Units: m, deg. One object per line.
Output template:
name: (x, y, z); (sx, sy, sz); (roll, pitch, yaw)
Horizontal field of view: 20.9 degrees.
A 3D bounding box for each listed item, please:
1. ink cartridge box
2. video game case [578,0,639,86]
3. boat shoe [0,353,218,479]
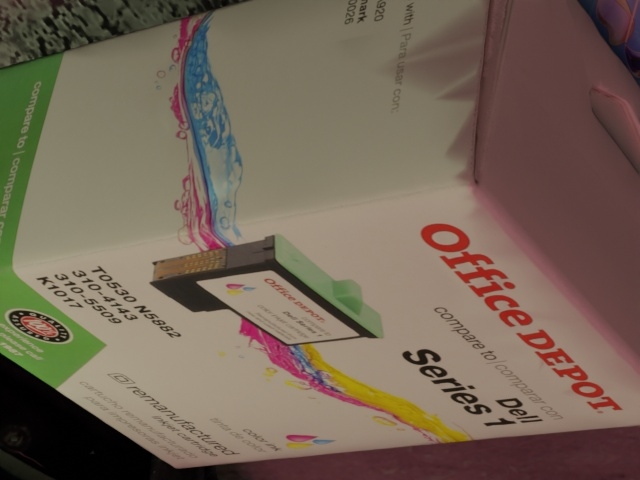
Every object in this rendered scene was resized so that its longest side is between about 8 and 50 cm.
ink cartridge box: (0.000, 0.000, 0.742); (0.278, 0.117, 0.201); (-10, 145, 32)
video game case: (0.166, -0.143, 0.688); (0.244, 0.061, 0.269); (17, 134, -13)
boat shoe: (-0.115, 0.185, 0.955); (0.500, 0.187, 0.156); (36, 133, -21)
